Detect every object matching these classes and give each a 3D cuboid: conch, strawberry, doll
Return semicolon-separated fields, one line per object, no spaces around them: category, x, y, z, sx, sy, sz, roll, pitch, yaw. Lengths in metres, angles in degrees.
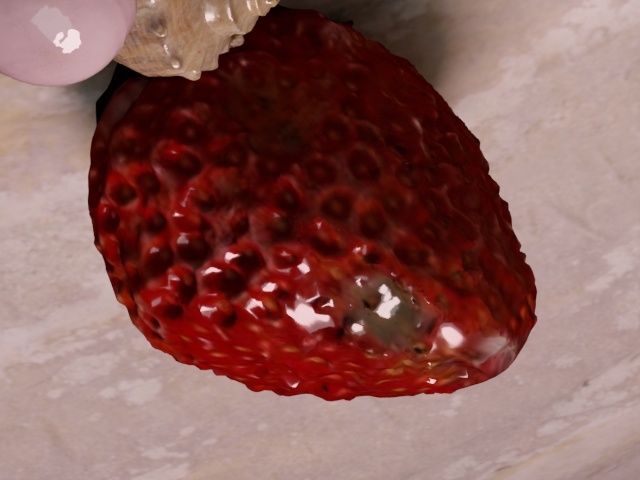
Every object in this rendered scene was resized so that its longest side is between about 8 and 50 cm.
conch;-0.133;-0.180;1.193;0.245;0.163;0.178;12;160;16
strawberry;-0.012;0.000;1.324;0.292;0.310;0.292;-10;146;-7
doll;-0.241;-0.158;1.095;0.365;0.094;0.160;1;138;37
